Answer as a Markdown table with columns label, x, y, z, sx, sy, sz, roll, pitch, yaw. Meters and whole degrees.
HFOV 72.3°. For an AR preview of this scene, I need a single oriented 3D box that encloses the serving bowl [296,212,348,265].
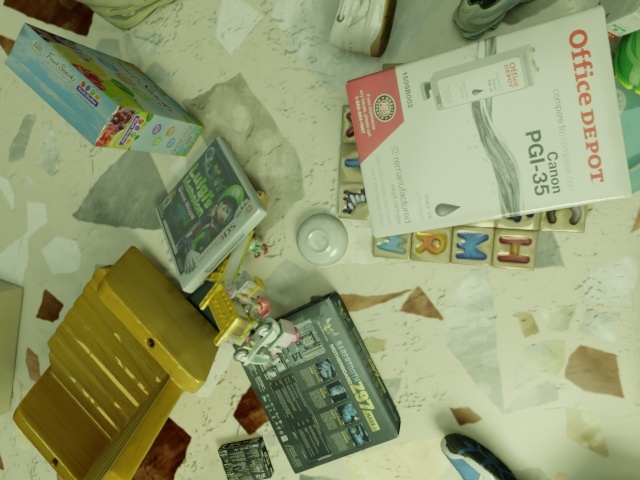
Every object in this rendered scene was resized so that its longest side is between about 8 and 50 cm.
| label | x | y | z | sx | sy | sz | roll | pitch | yaw |
| --- | --- | --- | --- | --- | --- | --- | --- | --- | --- |
| serving bowl | 0.000 | 0.000 | 0.679 | 0.083 | 0.027 | 0.083 | 1 | 96 | 14 |

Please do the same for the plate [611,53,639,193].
| label | x | y | z | sx | sy | sz | roll | pitch | yaw |
| --- | --- | --- | --- | --- | --- | --- | --- | --- | --- |
| plate | 0.360 | -0.143 | 0.560 | 0.188 | 0.024 | 0.188 | 2 | 97 | 15 |

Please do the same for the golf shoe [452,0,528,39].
| label | x | y | z | sx | sy | sz | roll | pitch | yaw |
| --- | --- | --- | --- | --- | --- | --- | --- | --- | --- |
| golf shoe | 0.249 | -0.333 | 0.548 | 0.176 | 0.086 | 0.069 | -42 | 83 | 13 |

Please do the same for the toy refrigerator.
| label | x | y | z | sx | sy | sz | roll | pitch | yaw |
| --- | --- | --- | --- | --- | --- | --- | --- | --- | --- |
| toy refrigerator | -0.664 | 0.212 | 0.841 | 0.102 | 0.094 | 0.269 | 15 | 99 | 13 |

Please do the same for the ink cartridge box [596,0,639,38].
| label | x | y | z | sx | sy | sz | roll | pitch | yaw |
| --- | --- | --- | --- | --- | --- | --- | --- | --- | --- |
| ink cartridge box | 0.360 | -0.275 | 0.513 | 0.029 | 0.115 | 0.063 | 26 | 102 | -2 |

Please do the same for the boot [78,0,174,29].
| label | x | y | z | sx | sy | sz | roll | pitch | yaw |
| --- | --- | --- | --- | --- | --- | --- | --- | --- | --- |
| boot | -0.280 | -0.404 | 0.634 | 0.213 | 0.165 | 0.077 | -27 | 90 | 17 |

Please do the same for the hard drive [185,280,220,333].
| label | x | y | z | sx | sy | sz | roll | pitch | yaw |
| --- | --- | --- | --- | --- | --- | --- | --- | --- | --- |
| hard drive | -0.200 | 0.135 | 0.748 | 0.135 | 0.022 | 0.094 | -38 | 86 | 16 |

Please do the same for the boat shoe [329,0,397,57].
| label | x | y | z | sx | sy | sz | roll | pitch | yaw |
| --- | --- | --- | --- | --- | --- | --- | --- | --- | --- |
| boat shoe | 0.065 | -0.396 | 0.582 | 0.096 | 0.098 | 0.277 | 13 | 101 | 12 |

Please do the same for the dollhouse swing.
| label | x | y | z | sx | sy | sz | roll | pitch | yaw |
| --- | --- | --- | --- | --- | --- | --- | --- | --- | --- |
| dollhouse swing | -0.372 | 0.250 | 0.647 | 0.315 | 0.305 | 0.347 | 44 | 111 | 6 |

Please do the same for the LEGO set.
| label | x | y | z | sx | sy | sz | roll | pitch | yaw |
| --- | --- | --- | --- | --- | --- | --- | --- | --- | --- |
| LEGO set | -0.094 | 0.062 | 0.646 | 0.132 | 0.107 | 0.287 | -37 | 42 | 23 |

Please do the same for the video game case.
| label | x | y | z | sx | sy | sz | roll | pitch | yaw |
| --- | --- | --- | --- | --- | --- | --- | --- | --- | --- |
| video game case | -0.177 | -0.045 | 0.673 | 0.173 | 0.022 | 0.190 | -44 | 52 | 14 |

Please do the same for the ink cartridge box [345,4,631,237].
| label | x | y | z | sx | sy | sz | roll | pitch | yaw |
| --- | --- | --- | --- | --- | --- | --- | --- | --- | --- |
| ink cartridge box | 0.195 | -0.128 | 0.542 | 0.283 | 0.117 | 0.207 | -10 | 93 | 22 |

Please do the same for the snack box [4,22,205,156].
| label | x | y | z | sx | sy | sz | roll | pitch | yaw |
| --- | --- | --- | --- | --- | --- | --- | --- | --- | --- |
| snack box | -0.297 | -0.206 | 0.639 | 0.174 | 0.207 | 0.070 | 41 | 104 | 6 |

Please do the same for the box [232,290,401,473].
| label | x | y | z | sx | sy | sz | roll | pitch | yaw |
| --- | --- | --- | --- | --- | --- | --- | --- | --- | --- |
| box | -0.006 | 0.222 | 0.689 | 0.183 | 0.059 | 0.232 | -28 | 88 | 16 |

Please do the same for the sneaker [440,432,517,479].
| label | x | y | z | sx | sy | sz | roll | pitch | yaw |
| --- | --- | --- | --- | --- | --- | --- | --- | --- | --- |
| sneaker | 0.250 | 0.370 | 0.628 | 0.211 | 0.080 | 0.081 | 43 | 101 | 8 |

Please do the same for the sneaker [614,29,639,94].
| label | x | y | z | sx | sy | sz | roll | pitch | yaw |
| --- | --- | --- | --- | --- | --- | --- | --- | --- | --- |
| sneaker | 0.432 | -0.297 | 0.471 | 0.109 | 0.123 | 0.295 | 44 | 106 | 35 |

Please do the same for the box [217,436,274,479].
| label | x | y | z | sx | sy | sz | roll | pitch | yaw |
| --- | --- | --- | --- | --- | --- | --- | --- | --- | --- |
| box | -0.129 | 0.382 | 0.759 | 0.083 | 0.018 | 0.067 | -18 | 91 | 16 |

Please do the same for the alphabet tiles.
| label | x | y | z | sx | sy | sz | roll | pitch | yaw |
| --- | --- | --- | --- | --- | --- | --- | --- | --- | --- |
| alphabet tiles | 0.195 | -0.107 | 0.625 | 0.342 | 0.011 | 0.285 | 4 | 97 | 14 |
